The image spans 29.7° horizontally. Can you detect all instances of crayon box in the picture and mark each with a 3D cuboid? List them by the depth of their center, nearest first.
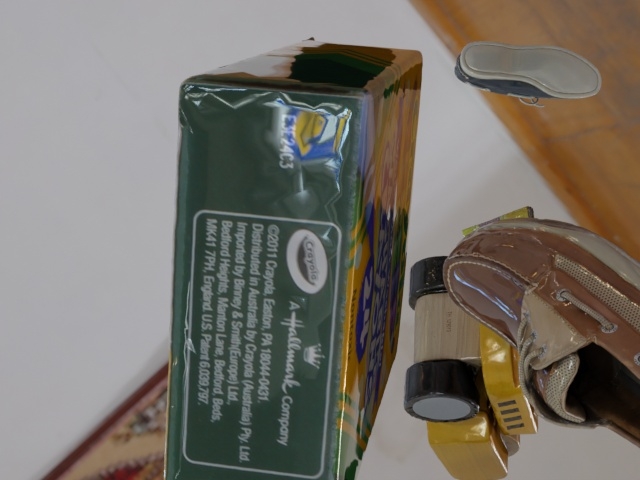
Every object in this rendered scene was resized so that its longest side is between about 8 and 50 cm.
[{"bbox_3d":[0.000,0.000,0.657,0.323,0.083,0.203,-56,-29,-74],"label":"crayon box"}]

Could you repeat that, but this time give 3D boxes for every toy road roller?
[{"bbox_3d":[0.248,0.166,1.558,0.240,0.203,0.329,-4,149,16],"label":"toy road roller"}]

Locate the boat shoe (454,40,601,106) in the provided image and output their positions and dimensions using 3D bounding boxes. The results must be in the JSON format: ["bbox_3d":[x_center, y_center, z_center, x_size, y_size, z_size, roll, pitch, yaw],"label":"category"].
[{"bbox_3d":[0.361,-0.288,2.119,0.254,0.095,0.079,4,165,-5],"label":"boat shoe"}]

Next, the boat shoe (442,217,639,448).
[{"bbox_3d":[0.199,0.076,0.904,0.324,0.116,0.123,24,143,49],"label":"boat shoe"}]

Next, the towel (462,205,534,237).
[{"bbox_3d":[0.176,0.005,1.172,0.083,0.009,0.060,-20,71,38],"label":"towel"}]
